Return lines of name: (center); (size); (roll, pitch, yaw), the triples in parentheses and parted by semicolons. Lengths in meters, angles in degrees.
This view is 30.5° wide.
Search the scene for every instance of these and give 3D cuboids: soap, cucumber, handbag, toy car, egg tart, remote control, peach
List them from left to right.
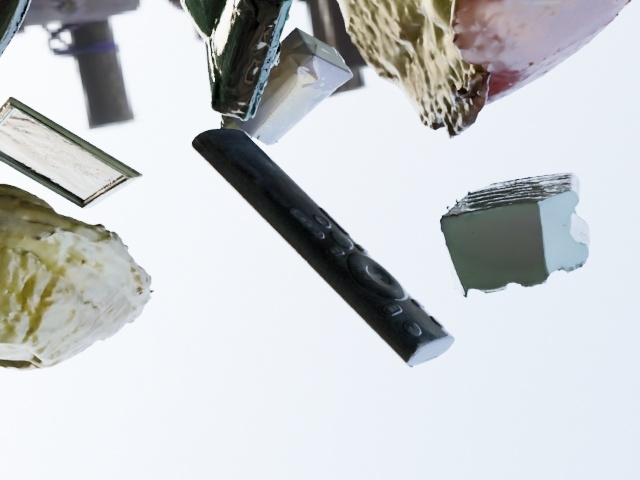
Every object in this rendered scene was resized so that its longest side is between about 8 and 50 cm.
egg tart: (-0.233, 0.034, 0.765); (0.232, 0.252, 0.099); (-24, -127, 56)
cucumber: (-0.343, -0.209, 1.224); (0.036, 0.033, 0.184); (38, -56, -14)
toy car: (-0.073, -0.265, 1.019); (0.141, 0.097, 0.321); (113, -23, -47)
handbag: (-0.056, -0.201, 1.569); (0.173, 0.117, 0.095); (-41, -116, 18)
remote control: (0.000, 0.000, 1.365); (0.377, 0.107, 0.044); (45, -61, 22)
peach: (0.148, -0.304, 1.173); (0.416, 0.353, 0.339); (-38, -104, 42)
soap: (0.215, -0.013, 1.283); (0.145, 0.230, 0.091); (-11, -83, 15)

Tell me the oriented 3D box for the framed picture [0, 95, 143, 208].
framed picture: (-0.429, -0.128, 1.876); (0.296, 0.232, 0.019); (-19, -137, 62)
